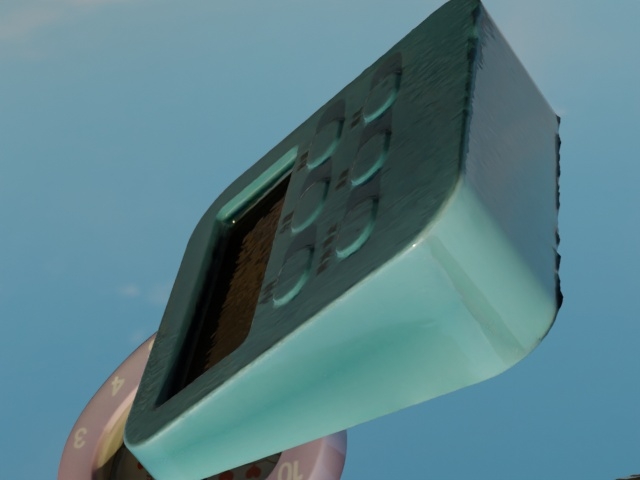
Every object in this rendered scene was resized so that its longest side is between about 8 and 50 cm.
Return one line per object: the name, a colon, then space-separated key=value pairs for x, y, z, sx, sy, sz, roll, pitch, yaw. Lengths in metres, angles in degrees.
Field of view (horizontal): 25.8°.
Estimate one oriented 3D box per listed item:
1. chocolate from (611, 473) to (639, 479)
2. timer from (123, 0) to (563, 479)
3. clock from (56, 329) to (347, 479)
chocolate: x=0.293 y=0.227 z=1.050 sx=0.309 sy=0.134 sz=0.134 roll=-26 pitch=-171 yaw=39
timer: x=0.000 y=0.000 z=0.752 sx=0.250 sy=0.091 sz=0.231 roll=-27 pitch=-150 yaw=26
clock: x=-0.071 y=0.125 z=0.903 sx=0.198 sy=0.064 sz=0.172 roll=-12 pitch=-126 yaw=24
